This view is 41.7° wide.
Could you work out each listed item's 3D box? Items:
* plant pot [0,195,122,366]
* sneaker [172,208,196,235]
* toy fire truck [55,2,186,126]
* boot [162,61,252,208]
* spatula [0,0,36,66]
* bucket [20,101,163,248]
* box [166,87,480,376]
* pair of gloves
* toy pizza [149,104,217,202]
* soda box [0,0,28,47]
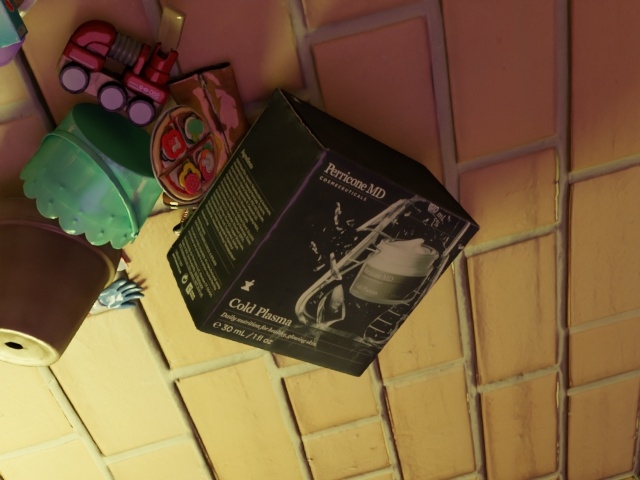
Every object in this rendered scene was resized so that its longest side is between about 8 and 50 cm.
[{"bbox_3d":[-0.619,0.106,1.802,0.323,0.280,0.323,6,148,4],"label":"plant pot"},{"bbox_3d":[-0.305,-0.060,1.973,0.119,0.047,0.057,-35,121,5],"label":"sneaker"},{"bbox_3d":[-0.373,-0.372,1.644,0.217,0.158,0.246,26,105,-21],"label":"toy fire truck"},{"bbox_3d":[-0.267,-0.220,1.821,0.264,0.096,0.280,-19,128,5],"label":"boot"},{"bbox_3d":[-0.560,-0.452,1.606,0.296,0.030,0.084,-42,126,19],"label":"spatula"},{"bbox_3d":[-0.453,-0.139,1.735,0.281,0.281,0.183,27,113,-30],"label":"bucket"},{"bbox_3d":[0.000,0.000,1.868,0.480,0.297,0.472,22,111,-37],"label":"box"},{"bbox_3d":[-0.530,0.106,2.058,0.159,0.023,0.198,-19,130,1],"label":"pair of gloves"},{"bbox_3d":[-0.270,-0.177,1.718,0.032,0.201,0.201,-1,138,33],"label":"toy pizza"},{"bbox_3d":[-0.620,-0.460,1.537,0.071,0.067,0.210,-17,119,4],"label":"soda box"}]
